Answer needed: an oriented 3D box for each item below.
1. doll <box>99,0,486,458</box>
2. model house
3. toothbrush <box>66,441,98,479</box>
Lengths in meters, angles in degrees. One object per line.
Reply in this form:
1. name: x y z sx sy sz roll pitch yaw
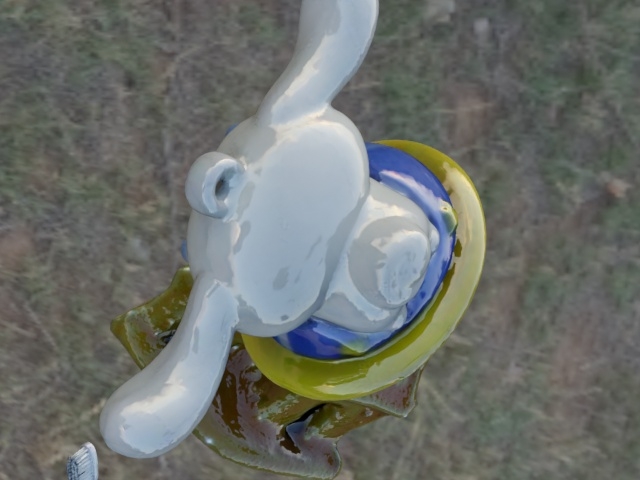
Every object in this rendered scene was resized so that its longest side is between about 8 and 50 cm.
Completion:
1. doll: -0.002 0.028 0.832 0.311 0.159 0.243 -56 162 -20
2. model house: -0.019 0.088 1.253 0.268 0.239 0.173 22 42 -47
3. toothbrush: -0.190 0.269 1.131 0.024 0.018 0.257 -38 141 -42
